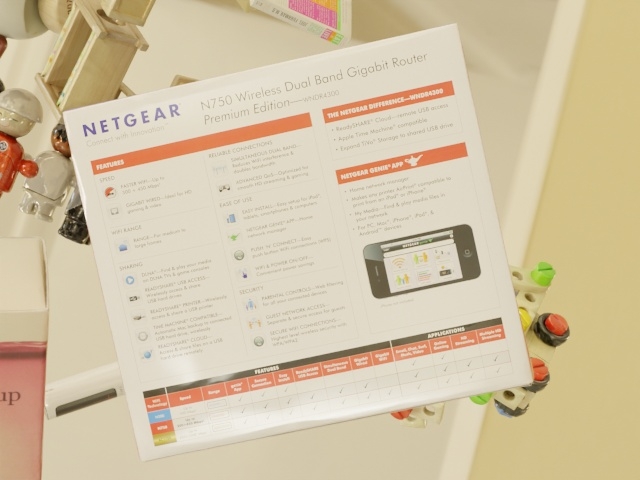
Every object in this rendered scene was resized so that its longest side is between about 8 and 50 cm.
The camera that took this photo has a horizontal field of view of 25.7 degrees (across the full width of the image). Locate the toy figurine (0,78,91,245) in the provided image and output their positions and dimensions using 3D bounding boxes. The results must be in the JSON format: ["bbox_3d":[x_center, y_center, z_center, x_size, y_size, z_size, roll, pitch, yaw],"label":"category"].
[{"bbox_3d":[-0.351,-0.104,1.709,0.209,0.148,0.213,24,0,-33],"label":"toy figurine"}]

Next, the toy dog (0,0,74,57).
[{"bbox_3d":[-0.392,-0.306,1.535,0.334,0.161,0.220,39,-17,-33],"label":"toy dog"}]

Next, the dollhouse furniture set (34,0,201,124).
[{"bbox_3d":[-0.185,-0.207,1.476,0.161,0.182,0.101,12,29,-37],"label":"dollhouse furniture set"}]

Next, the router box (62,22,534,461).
[{"bbox_3d":[-0.016,0.003,1.175,0.335,0.301,0.082,-11,2,5],"label":"router box"}]

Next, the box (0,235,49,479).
[{"bbox_3d":[-0.334,0.123,1.320,0.149,0.232,0.127,0,33,-14],"label":"box"}]

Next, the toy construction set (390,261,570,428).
[{"bbox_3d":[0.206,0.120,1.853,0.215,0.327,0.151,32,-35,4],"label":"toy construction set"}]

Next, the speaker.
[{"bbox_3d":[-0.359,0.227,2.142,0.136,0.055,0.055,-17,-1,-17],"label":"speaker"}]

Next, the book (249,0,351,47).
[{"bbox_3d":[-0.026,-0.322,1.889,0.144,0.096,0.035,22,-50,-22],"label":"book"}]

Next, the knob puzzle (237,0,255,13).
[{"bbox_3d":[-0.098,-0.490,2.270,0.213,0.213,0.030,15,29,5],"label":"knob puzzle"}]
